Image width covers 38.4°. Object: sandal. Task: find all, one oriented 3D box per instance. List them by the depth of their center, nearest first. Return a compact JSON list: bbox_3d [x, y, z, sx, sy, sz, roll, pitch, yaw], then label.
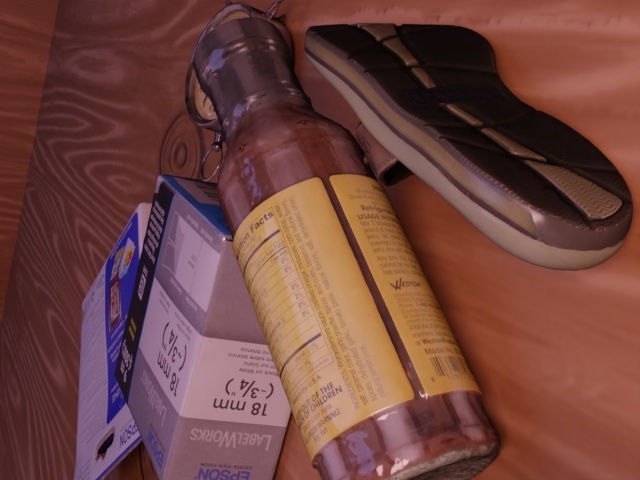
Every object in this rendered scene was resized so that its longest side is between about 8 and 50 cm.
[{"bbox_3d":[0.066,-0.062,0.555,0.303,0.120,0.086,-117,30,-51],"label":"sandal"}]

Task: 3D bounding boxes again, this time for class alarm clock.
[{"bbox_3d":[-0.086,-0.150,0.928,0.129,0.064,0.192,16,87,53],"label":"alarm clock"}]

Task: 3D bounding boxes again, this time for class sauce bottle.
[{"bbox_3d":[0.000,0.000,0.595,0.111,0.111,0.344,-53,49,45],"label":"sauce bottle"}]

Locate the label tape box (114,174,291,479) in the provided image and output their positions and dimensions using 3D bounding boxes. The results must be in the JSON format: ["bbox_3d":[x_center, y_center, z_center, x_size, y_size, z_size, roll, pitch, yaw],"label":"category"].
[{"bbox_3d":[-0.116,0.129,0.871,0.240,0.105,0.334,36,114,63],"label":"label tape box"}]

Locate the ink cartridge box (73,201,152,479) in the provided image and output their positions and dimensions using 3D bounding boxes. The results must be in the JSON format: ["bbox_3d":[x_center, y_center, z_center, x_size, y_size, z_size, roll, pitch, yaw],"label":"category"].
[{"bbox_3d":[-0.250,0.157,1.189,0.303,0.072,0.307,-46,44,48],"label":"ink cartridge box"}]
